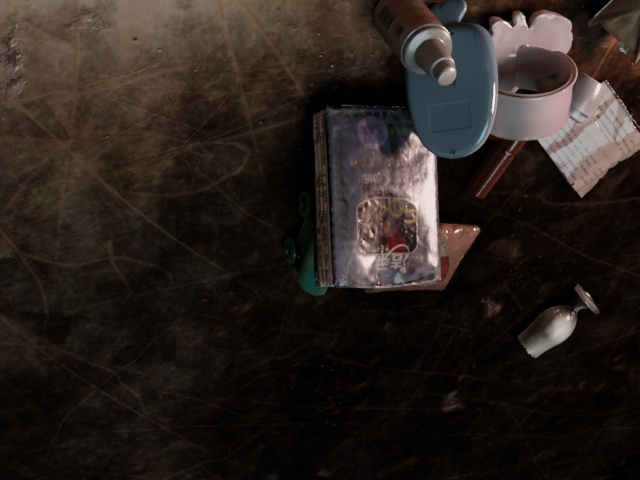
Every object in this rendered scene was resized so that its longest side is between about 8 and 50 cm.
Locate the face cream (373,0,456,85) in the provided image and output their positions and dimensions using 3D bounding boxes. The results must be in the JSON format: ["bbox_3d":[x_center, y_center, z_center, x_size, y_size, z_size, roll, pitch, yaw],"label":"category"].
[{"bbox_3d":[0.183,-0.356,1.551,0.101,0.252,0.101,-12,133,-13],"label":"face cream"}]

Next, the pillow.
[{"bbox_3d":[0.240,0.042,2.047,0.236,0.084,0.223,2,130,-21],"label":"pillow"}]

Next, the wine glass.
[{"bbox_3d":[0.654,0.226,2.375,0.222,0.103,0.103,-42,132,19],"label":"wine glass"}]

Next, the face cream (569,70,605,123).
[{"bbox_3d":[0.563,-0.311,1.865,0.091,0.091,0.095,18,112,-34],"label":"face cream"}]

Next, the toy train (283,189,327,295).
[{"bbox_3d":[0.000,0.000,1.862,0.101,0.159,0.248,-1,129,-28],"label":"toy train"}]

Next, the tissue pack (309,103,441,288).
[{"bbox_3d":[0.111,-0.086,1.723,0.259,0.122,0.361,-1,89,-25],"label":"tissue pack"}]

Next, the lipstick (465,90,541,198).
[{"bbox_3d":[0.439,-0.244,1.896,0.057,0.057,0.357,14,123,-32],"label":"lipstick"}]

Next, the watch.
[{"bbox_3d":[0.411,-0.325,1.691,0.244,0.231,0.196,-13,132,-6],"label":"watch"}]

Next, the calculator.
[{"bbox_3d":[0.247,-0.308,1.638,0.188,0.303,0.042,-5,-178,36],"label":"calculator"}]

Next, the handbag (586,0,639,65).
[{"bbox_3d":[0.688,-0.494,1.737,0.182,0.117,0.270,32,113,-25],"label":"handbag"}]

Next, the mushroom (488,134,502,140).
[{"bbox_3d":[0.373,-0.246,1.859,0.072,0.088,0.129,17,145,-2],"label":"mushroom"}]

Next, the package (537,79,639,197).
[{"bbox_3d":[0.636,-0.227,1.992,0.204,0.062,0.251,-40,129,13],"label":"package"}]
